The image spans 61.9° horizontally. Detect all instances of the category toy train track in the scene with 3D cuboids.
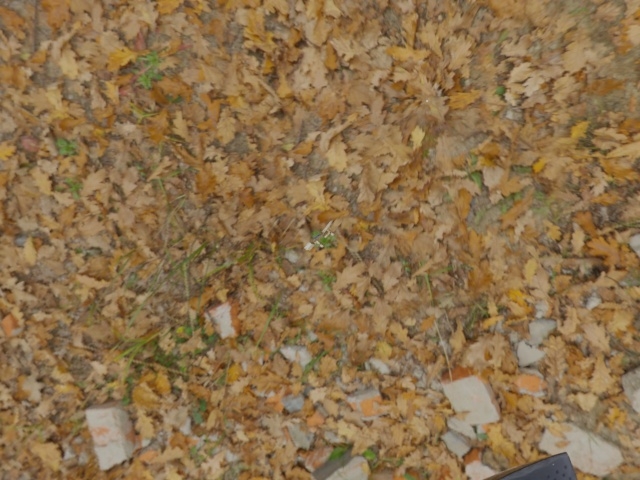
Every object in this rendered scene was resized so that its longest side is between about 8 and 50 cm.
[{"bbox_3d":[0.000,0.000,0.648,0.014,0.083,0.048,40,110,5],"label":"toy train track"}]

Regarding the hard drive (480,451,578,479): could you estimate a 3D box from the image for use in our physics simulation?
[{"bbox_3d":[0.154,0.322,0.502,0.255,0.054,0.171,-16,84,-22],"label":"hard drive"}]
